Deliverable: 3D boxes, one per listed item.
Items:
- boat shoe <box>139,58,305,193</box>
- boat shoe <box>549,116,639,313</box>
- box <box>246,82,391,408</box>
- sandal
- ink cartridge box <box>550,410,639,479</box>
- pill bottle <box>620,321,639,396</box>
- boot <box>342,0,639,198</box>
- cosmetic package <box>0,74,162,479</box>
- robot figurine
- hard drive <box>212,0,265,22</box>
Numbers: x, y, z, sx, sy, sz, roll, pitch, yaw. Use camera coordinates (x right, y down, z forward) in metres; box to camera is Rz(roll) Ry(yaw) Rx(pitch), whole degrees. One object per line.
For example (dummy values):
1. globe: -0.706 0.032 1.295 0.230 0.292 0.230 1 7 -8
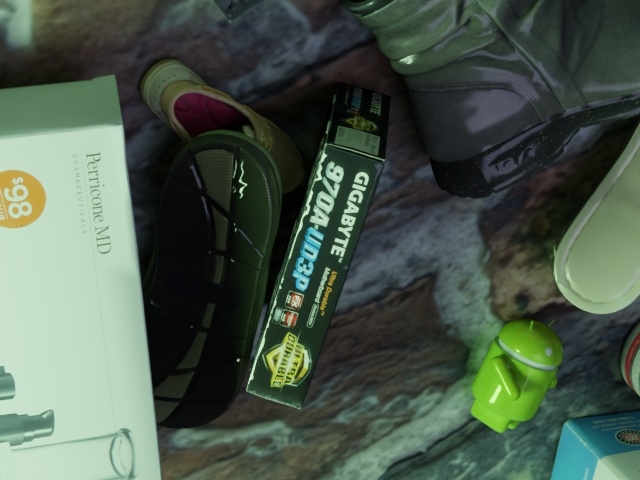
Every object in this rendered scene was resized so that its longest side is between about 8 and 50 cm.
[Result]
1. boat shoe: -0.072 -0.079 1.296 0.170 0.059 0.063 33 100 -36
2. boat shoe: 0.329 -0.072 1.478 0.116 0.097 0.324 37 94 4
3. box: 0.000 0.000 1.305 0.051 0.175 0.220 17 111 -2
4. sandal: -0.095 0.037 1.322 0.120 0.086 0.303 23 121 -1
5. ink cartridge box: 0.397 0.298 1.588 0.223 0.307 0.129 -3 118 -25
6. pill bottle: 0.384 0.148 1.576 0.108 0.180 0.108 -12 122 -20
7. boot: 0.200 -0.203 1.335 0.338 0.118 0.223 -33 119 -14
8. cosmetic package: -0.274 0.075 1.226 0.284 0.097 0.377 -8 121 -9
9. robot figurine: 0.187 0.124 1.535 0.101 0.067 0.115 -4 122 -56
10. hard drive: -0.019 -0.302 1.199 0.254 0.054 0.172 -41 127 0
